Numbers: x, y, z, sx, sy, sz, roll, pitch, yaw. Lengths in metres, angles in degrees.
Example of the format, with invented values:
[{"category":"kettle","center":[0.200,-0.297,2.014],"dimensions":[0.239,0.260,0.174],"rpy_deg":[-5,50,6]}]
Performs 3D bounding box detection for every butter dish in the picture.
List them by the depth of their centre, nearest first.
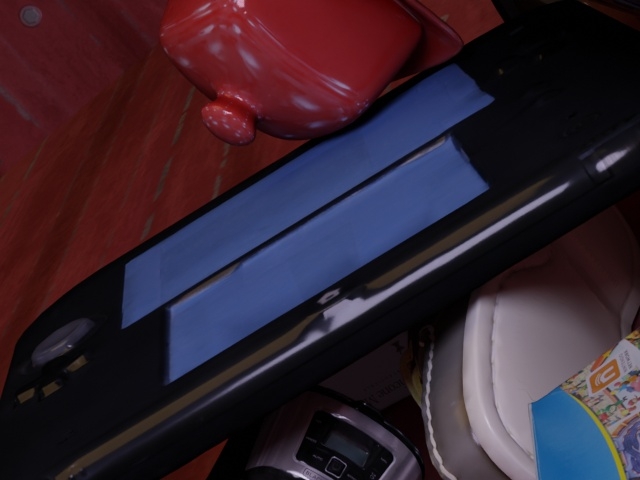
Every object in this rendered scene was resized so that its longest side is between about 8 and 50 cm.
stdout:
[{"category":"butter dish","center":[-0.029,-0.108,1.055],"dimensions":[0.160,0.160,0.118],"rpy_deg":[-14,44,60]}]

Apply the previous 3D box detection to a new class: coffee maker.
[{"category":"coffee maker","center":[-0.042,0.174,0.874],"dimensions":[0.171,0.120,0.178],"rpy_deg":[-27,21,45]}]

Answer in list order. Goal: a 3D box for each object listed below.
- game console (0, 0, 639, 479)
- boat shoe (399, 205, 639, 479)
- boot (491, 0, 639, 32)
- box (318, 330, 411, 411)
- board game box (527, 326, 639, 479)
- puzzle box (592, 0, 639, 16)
[{"category":"game console","center":[0.000,0.000,0.945],"dimensions":[0.386,0.060,0.342],"rpy_deg":[-32,9,4]},{"category":"boat shoe","center":[0.095,0.052,0.901],"dimensions":[0.091,0.109,0.305],"rpy_deg":[-36,11,24]},{"category":"boot","center":[0.268,-0.219,1.296],"dimensions":[0.280,0.096,0.264],"rpy_deg":[-34,8,4]},{"category":"box","center":[0.021,0.047,1.117],"dimensions":[0.101,0.087,0.102],"rpy_deg":[-32,19,29]},{"category":"board game box","center":[0.220,0.052,0.607],"dimensions":[0.303,0.097,0.224],"rpy_deg":[-39,16,17]},{"category":"puzzle box","center":[0.125,-0.149,0.894],"dimensions":[0.409,0.272,0.052],"rpy_deg":[35,107,59]}]
